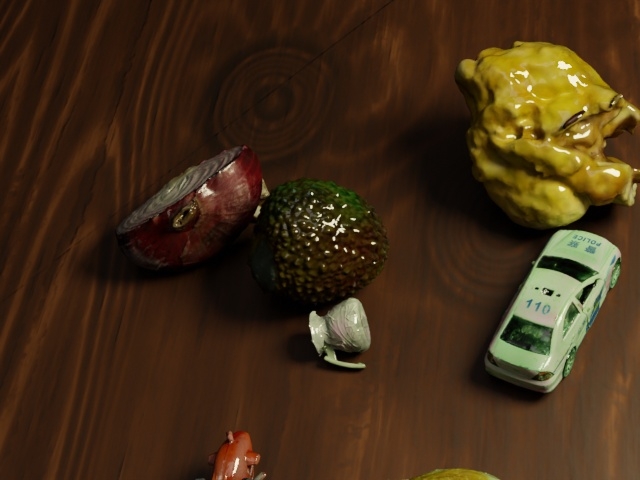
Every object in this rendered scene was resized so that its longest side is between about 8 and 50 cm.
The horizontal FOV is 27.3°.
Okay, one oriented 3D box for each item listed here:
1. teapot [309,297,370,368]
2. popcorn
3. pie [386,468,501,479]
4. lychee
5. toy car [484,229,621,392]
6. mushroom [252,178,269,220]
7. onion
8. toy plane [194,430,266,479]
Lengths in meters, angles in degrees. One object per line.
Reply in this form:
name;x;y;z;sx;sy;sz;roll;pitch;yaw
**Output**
teapot;0.023;0.112;1.529;0.064;0.064;0.083;-14;81;10
popcorn;0.269;-0.120;1.583;0.253;0.191;0.190;39;81;25
pie;0.082;0.321;1.273;0.274;0.105;0.257;-40;23;-33
lychee;0.000;0.000;1.567;0.171;0.171;0.171;-6;50;7
toy car;0.267;0.068;1.497;0.090;0.076;0.224;18;57;26
mushroom;-0.093;-0.062;1.717;0.049;0.019;0.101;-20;54;-2
onion;-0.150;-0.026;1.640;0.206;0.098;0.151;-33;19;2
toy plane;-0.108;0.296;1.396;0.126;0.077;0.194;15;65;33
